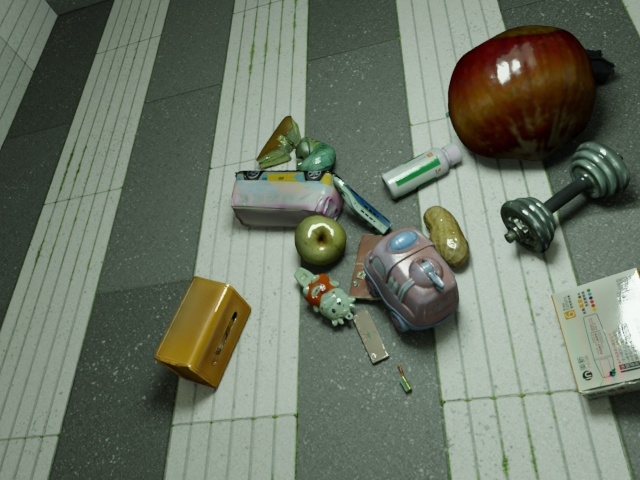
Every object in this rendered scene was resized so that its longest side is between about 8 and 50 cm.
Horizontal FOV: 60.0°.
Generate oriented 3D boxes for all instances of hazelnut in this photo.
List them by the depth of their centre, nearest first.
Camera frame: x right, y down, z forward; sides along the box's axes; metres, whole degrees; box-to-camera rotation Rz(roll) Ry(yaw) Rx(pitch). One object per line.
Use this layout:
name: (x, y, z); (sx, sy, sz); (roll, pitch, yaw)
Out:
hazelnut: (0.604, -0.455, 1.684); (0.429, 0.402, 0.402); (-10, 55, 7)

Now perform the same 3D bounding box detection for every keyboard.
keyboard: (0.142, 0.277, 1.604); (0.055, 0.017, 0.166); (-24, 53, -1)

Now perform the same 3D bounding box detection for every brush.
brush: (0.222, 0.373, 1.508); (0.021, 0.019, 0.083); (-32, 54, 11)

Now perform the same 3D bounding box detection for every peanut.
peanut: (0.370, -0.016, 1.658); (0.108, 0.095, 0.226); (-18, 53, 5)

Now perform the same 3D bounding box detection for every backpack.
backpack: (0.853, -0.564, 1.809); (0.165, 0.106, 0.120); (2, 51, -12)

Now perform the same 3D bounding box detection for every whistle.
whistle: (0.010, 0.161, 1.679); (0.102, 0.106, 0.253); (-33, 51, -23)

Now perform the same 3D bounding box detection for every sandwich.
sandwich: (-0.140, -0.367, 2.085); (0.088, 0.090, 0.244); (21, 68, 34)

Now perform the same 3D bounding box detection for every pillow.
pillow: (0.161, 0.081, 1.707); (0.126, 0.043, 0.232); (2, 58, 21)

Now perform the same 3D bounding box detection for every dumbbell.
dumbbell: (0.681, -0.121, 1.557); (0.406, 0.179, 0.179); (-36, 53, -5)

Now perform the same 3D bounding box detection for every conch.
conch: (-0.021, -0.276, 1.965); (0.176, 0.122, 0.188); (-19, 48, 34)

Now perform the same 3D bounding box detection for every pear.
pear: (0.000, 0.000, 1.758); (0.167, 0.136, 0.167); (0, 80, -1)

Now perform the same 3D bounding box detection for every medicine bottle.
medicine bottle: (0.332, -0.232, 1.815); (0.260, 0.095, 0.095); (-27, 53, 3)

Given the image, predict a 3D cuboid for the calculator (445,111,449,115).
calculator: (0.505, -0.480, 1.959); (0.141, 0.019, 0.094); (-44, 54, -9)

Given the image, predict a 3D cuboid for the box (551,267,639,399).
box: (0.703, 0.227, 1.335); (0.221, 0.091, 0.274); (-24, 50, 33)

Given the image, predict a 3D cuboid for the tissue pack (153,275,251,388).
tissue pack: (-0.345, 0.277, 1.678); (0.145, 0.194, 0.274); (8, 63, 25)

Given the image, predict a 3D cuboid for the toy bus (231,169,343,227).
toy bus: (-0.109, -0.133, 1.882); (0.386, 0.171, 0.162); (2, 65, 20)

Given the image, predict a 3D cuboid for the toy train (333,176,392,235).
toy train: (0.121, -0.110, 1.766); (0.234, 0.052, 0.051); (40, 78, -1)

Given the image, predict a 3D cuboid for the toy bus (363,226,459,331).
toy bus: (0.252, 0.090, 1.521); (0.197, 0.232, 0.294); (-27, 59, -12)
